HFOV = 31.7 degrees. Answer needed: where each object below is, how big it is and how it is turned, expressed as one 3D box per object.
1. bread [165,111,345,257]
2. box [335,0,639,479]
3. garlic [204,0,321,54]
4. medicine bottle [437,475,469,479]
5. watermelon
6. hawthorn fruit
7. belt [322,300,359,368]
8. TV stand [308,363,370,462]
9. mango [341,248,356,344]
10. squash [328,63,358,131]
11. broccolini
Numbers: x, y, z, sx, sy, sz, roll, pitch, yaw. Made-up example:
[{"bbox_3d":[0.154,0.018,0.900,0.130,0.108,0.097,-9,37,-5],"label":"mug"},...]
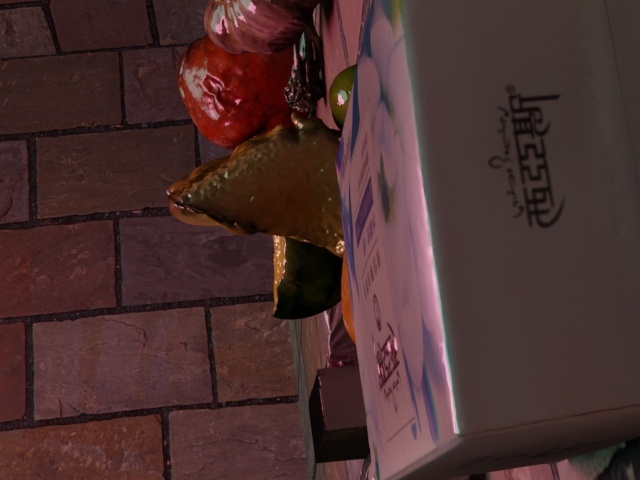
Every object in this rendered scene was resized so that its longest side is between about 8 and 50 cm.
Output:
[{"bbox_3d":[-0.022,-0.058,1.123,0.174,0.251,0.133,-115,41,-80],"label":"bread"},{"bbox_3d":[0.080,0.003,0.545,0.274,0.116,0.203,103,160,-74],"label":"box"},{"bbox_3d":[-0.067,-0.372,1.609,0.245,0.160,0.245,-24,59,49],"label":"garlic"},{"bbox_3d":[0.097,0.217,0.971,0.092,0.061,0.221,59,170,9],"label":"medicine bottle"},{"bbox_3d":[0.000,-0.005,1.359,0.204,0.127,0.232,-87,-2,-61],"label":"watermelon"},{"bbox_3d":[-0.119,-0.238,1.946,0.242,0.241,0.272,114,141,-80],"label":"hawthorn fruit"},{"bbox_3d":[0.026,0.091,1.619,0.071,0.053,0.232,-126,31,-78],"label":"belt"},{"bbox_3d":[0.031,0.244,1.574,0.269,0.082,0.088,101,164,-69],"label":"TV stand"},{"bbox_3d":[0.060,0.022,0.949,0.115,0.089,0.165,101,166,-68],"label":"mango"},{"bbox_3d":[0.042,-0.135,1.143,0.201,0.066,0.066,71,-167,-86],"label":"squash"},{"bbox_3d":[-0.017,-0.293,1.734,0.091,0.068,0.203,-50,-26,-55],"label":"broccolini"}]
